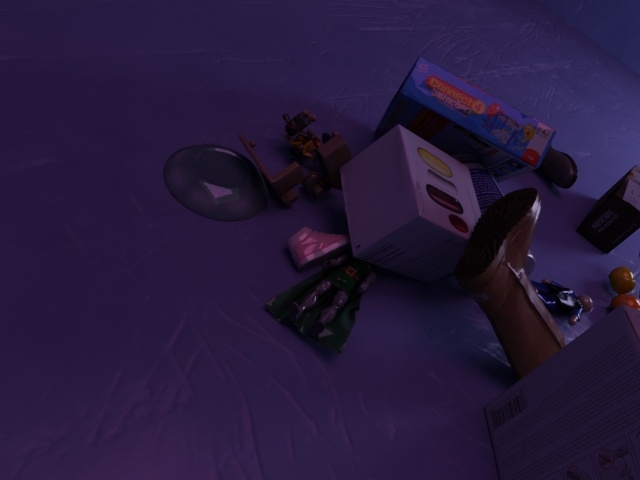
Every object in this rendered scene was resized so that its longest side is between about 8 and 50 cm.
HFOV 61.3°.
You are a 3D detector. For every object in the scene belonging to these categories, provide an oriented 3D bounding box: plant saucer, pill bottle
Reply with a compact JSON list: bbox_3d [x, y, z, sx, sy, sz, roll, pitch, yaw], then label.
[{"bbox_3d":[-0.179,-0.118,0.966,0.195,0.037,0.195,15,43,-15],"label":"plant saucer"},{"bbox_3d":[0.306,-0.034,1.067,0.153,0.153,0.264,5,47,-25],"label":"pill bottle"}]

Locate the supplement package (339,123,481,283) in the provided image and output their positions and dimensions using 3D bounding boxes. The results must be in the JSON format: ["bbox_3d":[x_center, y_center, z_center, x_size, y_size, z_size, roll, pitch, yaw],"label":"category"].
[{"bbox_3d":[0.166,-0.057,0.954,0.203,0.149,0.194,20,50,-38],"label":"supplement package"}]

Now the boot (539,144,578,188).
[{"bbox_3d":[0.575,-0.231,1.480,0.161,0.083,0.246,2,43,-19],"label":"boot"}]

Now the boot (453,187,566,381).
[{"bbox_3d":[0.341,0.082,0.904,0.236,0.089,0.269,-49,116,-23],"label":"boot"}]

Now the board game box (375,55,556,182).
[{"bbox_3d":[0.291,-0.237,1.167,0.302,0.086,0.308,28,-3,-2],"label":"board game box"}]

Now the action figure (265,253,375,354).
[{"bbox_3d":[0.032,0.073,0.883,0.137,0.063,0.232,35,38,11],"label":"action figure"}]

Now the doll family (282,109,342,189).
[{"bbox_3d":[-0.006,-0.179,1.096,0.193,0.076,0.111,35,37,1],"label":"doll family"}]

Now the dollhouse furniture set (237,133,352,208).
[{"bbox_3d":[-0.039,-0.157,0.998,0.151,0.144,0.123,-35,65,-2],"label":"dollhouse furniture set"}]

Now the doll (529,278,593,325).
[{"bbox_3d":[0.480,0.119,1.095,0.189,0.046,0.129,14,34,-26],"label":"doll"}]

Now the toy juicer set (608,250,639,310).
[{"bbox_3d":[0.762,0.125,1.227,0.209,0.089,0.329,33,48,23],"label":"toy juicer set"}]

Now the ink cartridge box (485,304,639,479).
[{"bbox_3d":[0.338,0.269,0.682,0.066,0.296,0.261,17,44,-14],"label":"ink cartridge box"}]

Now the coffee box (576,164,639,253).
[{"bbox_3d":[0.776,-0.084,1.388,0.098,0.141,0.246,43,43,14],"label":"coffee box"}]

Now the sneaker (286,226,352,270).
[{"bbox_3d":[0.000,0.000,0.938,0.134,0.051,0.070,-20,66,-35],"label":"sneaker"}]
